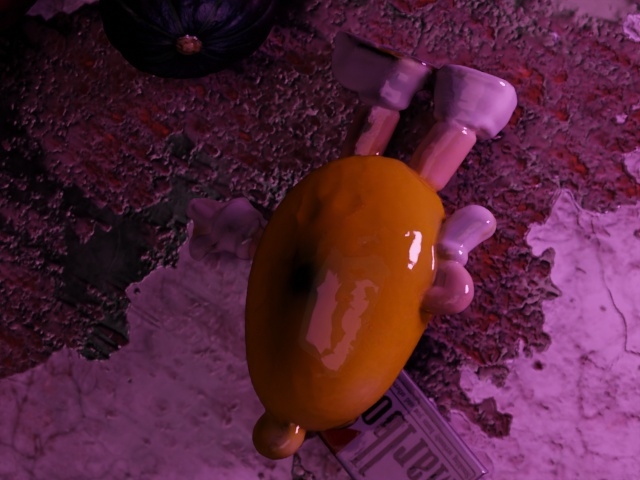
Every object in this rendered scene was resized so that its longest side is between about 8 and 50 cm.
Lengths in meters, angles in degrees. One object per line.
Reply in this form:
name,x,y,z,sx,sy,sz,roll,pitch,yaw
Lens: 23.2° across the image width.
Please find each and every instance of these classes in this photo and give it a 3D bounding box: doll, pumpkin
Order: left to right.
pumpkin,-0.138,-0.253,1.652,0.194,0.194,0.150,8,51,20
doll,0.029,-0.022,1.586,0.423,0.161,0.348,-44,51,8

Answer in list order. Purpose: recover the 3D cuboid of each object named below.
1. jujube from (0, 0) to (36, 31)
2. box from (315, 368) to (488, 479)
jujube,-0.499,-0.303,1.747,0.377,0.258,0.258,-18,79,15
box,0.075,0.207,1.608,0.115,0.036,0.177,-42,74,9
